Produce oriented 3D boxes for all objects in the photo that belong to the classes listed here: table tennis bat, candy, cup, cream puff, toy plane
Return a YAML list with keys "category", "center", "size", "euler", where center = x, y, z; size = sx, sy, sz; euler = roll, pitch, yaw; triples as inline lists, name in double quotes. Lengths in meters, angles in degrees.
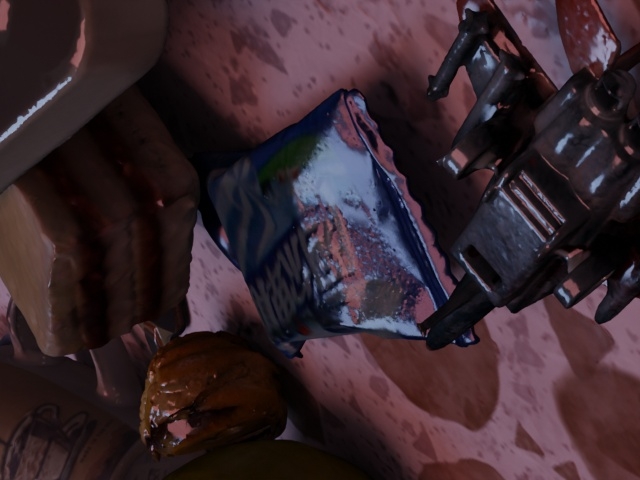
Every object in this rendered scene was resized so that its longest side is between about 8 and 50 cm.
- category: "table tennis bat"
  center: [-0.158, 0.053, 1.610]
  size: [0.130, 0.019, 0.220]
  euler: [19, 135, 51]
- category: "candy"
  center: [-0.220, -0.079, 1.399]
  size: [0.321, 0.135, 0.179]
  euler: [54, 155, 29]
- category: "candy"
  center: [0.000, 0.000, 1.238]
  size: [0.187, 0.077, 0.331]
  euler: [62, 155, -8]
- category: "cup"
  center: [-0.229, 0.186, 1.721]
  size: [0.257, 0.227, 0.301]
  euler: [5, 96, 41]
- category: "cream puff"
  center: [-0.094, 0.127, 1.489]
  size: [0.133, 0.119, 0.104]
  euler: [-28, 71, 45]
- category: "toy plane"
  center: [0.111, -0.003, 0.972]
  size: [0.223, 0.104, 0.326]
  euler: [50, 142, 10]

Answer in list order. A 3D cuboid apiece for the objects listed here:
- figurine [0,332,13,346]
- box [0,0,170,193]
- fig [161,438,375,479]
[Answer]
- category: "figurine"
  center: [-0.339, 0.192, 1.944]
  size: [0.208, 0.128, 0.184]
  euler: [34, 149, 27]
- category: "box"
  center: [-0.271, -0.217, 1.224]
  size: [0.373, 0.090, 0.367]
  euler: [-33, 74, 48]
- category: "fig"
  center: [-0.060, 0.273, 1.456]
  size: [0.271, 0.239, 0.239]
  euler: [8, 127, 49]
